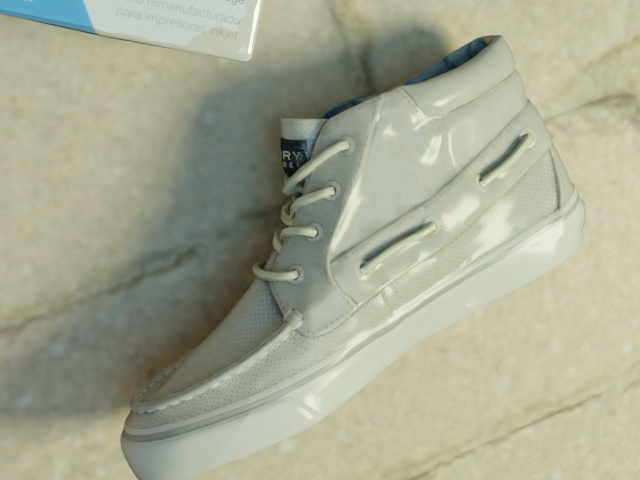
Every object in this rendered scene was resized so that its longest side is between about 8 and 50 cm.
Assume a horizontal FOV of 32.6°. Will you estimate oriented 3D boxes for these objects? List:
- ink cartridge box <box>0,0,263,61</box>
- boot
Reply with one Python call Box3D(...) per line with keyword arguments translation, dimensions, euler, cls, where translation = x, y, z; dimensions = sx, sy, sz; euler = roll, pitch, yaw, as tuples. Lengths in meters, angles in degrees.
Box3D(translation=(-0.082, -0.181, 0.440), dimensions=(0.140, 0.082, 0.190), euler=(8, 104, -19), cls="ink cartridge box")
Box3D(translation=(0.000, 0.000, 0.522), dimensions=(0.258, 0.095, 0.123), euler=(-31, 106, -16), cls="boot")
